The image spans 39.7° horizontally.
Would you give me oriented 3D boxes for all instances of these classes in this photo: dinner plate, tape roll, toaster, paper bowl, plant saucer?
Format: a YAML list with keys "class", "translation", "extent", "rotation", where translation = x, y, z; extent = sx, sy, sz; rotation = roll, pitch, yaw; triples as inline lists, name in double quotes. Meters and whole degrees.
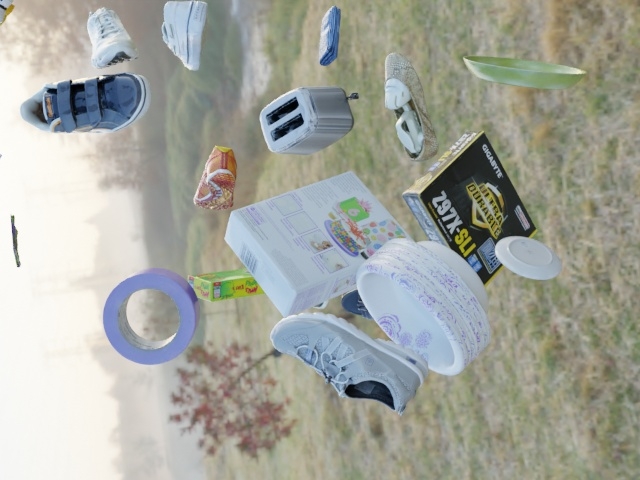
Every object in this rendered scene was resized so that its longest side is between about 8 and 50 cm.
- class: "dinner plate"
  translation: [0.429, 0.030, 1.819]
  extent: [0.141, 0.141, 0.017]
  rotation: [-113, 28, -50]
- class: "tape roll"
  translation: [-0.344, 0.154, 1.816]
  extent: [0.080, 0.189, 0.189]
  rotation: [-96, 0, -83]
- class: "toaster"
  translation: [-0.031, -0.277, 2.035]
  extent: [0.227, 0.146, 0.129]
  rotation: [-23, 81, 42]
- class: "paper bowl"
  translation: [0.216, 0.116, 1.747]
  extent: [0.284, 0.148, 0.284]
  rotation: [40, 157, 21]
- class: "plant saucer"
  translation: [0.398, -0.329, 1.746]
  extent: [0.241, 0.241, 0.037]
  rotation: [-128, 41, -67]

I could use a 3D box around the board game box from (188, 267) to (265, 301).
- class: "board game box"
  translation: [-0.188, 0.095, 1.940]
  extent: [0.092, 0.181, 0.043]
  rotation: [11, 103, 49]

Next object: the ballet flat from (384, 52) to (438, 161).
- class: "ballet flat"
  translation: [0.156, -0.235, 1.602]
  extent: [0.073, 0.067, 0.206]
  rotation: [-7, 114, 49]

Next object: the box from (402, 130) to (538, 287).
- class: "box"
  translation: [0.378, -0.069, 2.213]
  extent: [0.322, 0.257, 0.079]
  rotation: [57, 159, -23]

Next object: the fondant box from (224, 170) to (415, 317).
- class: "fondant box"
  translation: [0.000, 0.000, 1.884]
  extent: [0.238, 0.330, 0.096]
  rotation: [51, 144, 26]

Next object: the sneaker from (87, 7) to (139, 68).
- class: "sneaker"
  translation: [-0.491, -0.469, 2.045]
  extent: [0.292, 0.110, 0.118]
  rotation: [-137, 32, -62]

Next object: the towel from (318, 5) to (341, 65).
- class: "towel"
  translation: [0.018, -0.444, 1.929]
  extent: [0.067, 0.029, 0.119]
  rotation: [150, 127, -63]

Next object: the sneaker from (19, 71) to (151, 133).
- class: "sneaker"
  translation: [-0.525, -0.296, 1.957]
  extent: [0.127, 0.321, 0.126]
  rotation: [-1, -98, -59]

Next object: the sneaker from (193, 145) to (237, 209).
- class: "sneaker"
  translation: [-0.163, -0.096, 1.426]
  extent: [0.175, 0.064, 0.067]
  rotation: [134, 142, -62]

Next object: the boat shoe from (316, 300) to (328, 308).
- class: "boat shoe"
  translation: [-0.076, 0.081, 2.269]
  extent: [0.305, 0.091, 0.109]
  rotation: [45, 121, 50]

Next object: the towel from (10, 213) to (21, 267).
- class: "towel"
  translation: [-0.537, 0.001, 1.564]
  extent: [0.060, 0.009, 0.083]
  rotation: [103, 155, -53]

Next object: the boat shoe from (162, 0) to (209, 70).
- class: "boat shoe"
  translation: [-0.237, -0.366, 1.545]
  extent: [0.226, 0.075, 0.083]
  rotation: [129, 154, -74]

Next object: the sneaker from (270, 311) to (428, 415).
- class: "sneaker"
  translation: [0.038, 0.209, 1.517]
  extent: [0.105, 0.281, 0.115]
  rotation: [89, -157, -47]

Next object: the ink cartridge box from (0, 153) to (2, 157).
- class: "ink cartridge box"
  translation: [-0.679, -0.149, 1.545]
  extent: [0.206, 0.208, 0.045]
  rotation: [-40, 36, 44]

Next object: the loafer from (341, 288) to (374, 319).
- class: "loafer"
  translation: [0.177, 0.141, 2.133]
  extent: [0.095, 0.302, 0.109]
  rotation: [-47, -55, -55]

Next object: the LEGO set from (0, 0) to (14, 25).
- class: "LEGO set"
  translation: [-0.641, -0.409, 1.619]
  extent: [0.087, 0.227, 0.093]
  rotation: [26, -99, -66]
